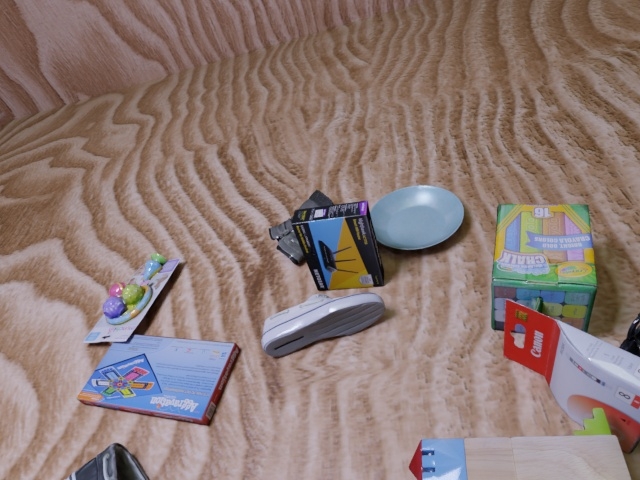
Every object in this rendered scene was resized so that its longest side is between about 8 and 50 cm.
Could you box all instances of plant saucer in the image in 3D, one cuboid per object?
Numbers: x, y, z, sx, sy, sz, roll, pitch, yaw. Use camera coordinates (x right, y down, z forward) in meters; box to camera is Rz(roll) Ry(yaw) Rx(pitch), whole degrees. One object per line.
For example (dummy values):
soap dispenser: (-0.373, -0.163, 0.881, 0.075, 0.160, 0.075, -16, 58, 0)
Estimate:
plant saucer: (0.197, -0.041, 0.859, 0.195, 0.037, 0.195, -12, 42, 11)

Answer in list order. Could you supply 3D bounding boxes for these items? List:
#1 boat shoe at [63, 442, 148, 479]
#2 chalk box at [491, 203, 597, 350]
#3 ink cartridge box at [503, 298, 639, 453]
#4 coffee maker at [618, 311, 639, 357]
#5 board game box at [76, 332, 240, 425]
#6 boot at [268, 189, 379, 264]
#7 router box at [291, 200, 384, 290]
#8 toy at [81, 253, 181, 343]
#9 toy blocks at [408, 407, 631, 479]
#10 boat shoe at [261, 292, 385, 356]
boat shoe: (-0.239, 0.376, 0.532, 0.335, 0.121, 0.119, 18, 59, 38)
chalk box: (0.332, 0.061, 0.626, 0.132, 0.132, 0.213, 2, 48, 25)
ink cartridge box: (0.307, 0.165, 0.514, 0.179, 0.145, 0.045, 24, 57, 39)
coffee maker: (0.430, 0.170, 0.444, 0.120, 0.171, 0.178, -60, 39, 15)
board game box: (-0.299, 0.247, 0.765, 0.281, 0.027, 0.145, -1, 43, 22)
boot: (0.000, 0.000, 0.883, 0.161, 0.083, 0.246, -43, 43, -8)
router box: (0.037, 0.015, 0.758, 0.133, 0.178, 0.046, -7, 42, 16)
toy: (-0.424, 0.115, 0.918, 0.137, 0.056, 0.237, -9, 35, 26)
toy blocks: (0.169, 0.347, 0.380, 0.261, 0.190, 0.381, -14, 41, 25)
boat shoe: (-0.003, 0.127, 0.727, 0.226, 0.083, 0.075, -19, 43, 3)
